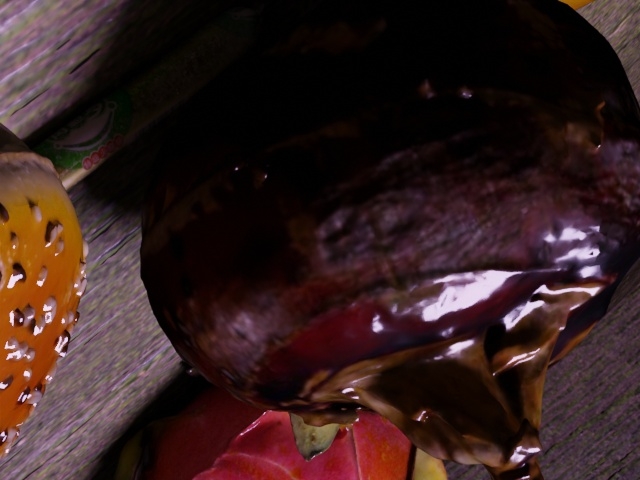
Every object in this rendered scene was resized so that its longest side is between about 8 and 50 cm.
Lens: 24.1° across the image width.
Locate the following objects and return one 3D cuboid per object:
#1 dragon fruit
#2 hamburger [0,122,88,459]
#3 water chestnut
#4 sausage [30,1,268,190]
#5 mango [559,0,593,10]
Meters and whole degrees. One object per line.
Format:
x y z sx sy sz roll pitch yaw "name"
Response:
-0.047 0.245 1.333 0.290 0.290 0.189 -49 167 10 "dragon fruit"
-0.236 0.055 0.684 0.300 0.176 0.300 -41 162 -17 "hamburger"
0.059 0.013 0.936 0.335 0.347 0.335 -20 165 -6 "water chestnut"
-0.131 -0.063 0.883 0.269 0.033 0.033 -39 161 -19 "sausage"
0.182 -0.216 1.160 0.184 0.085 0.102 -35 166 0 "mango"
